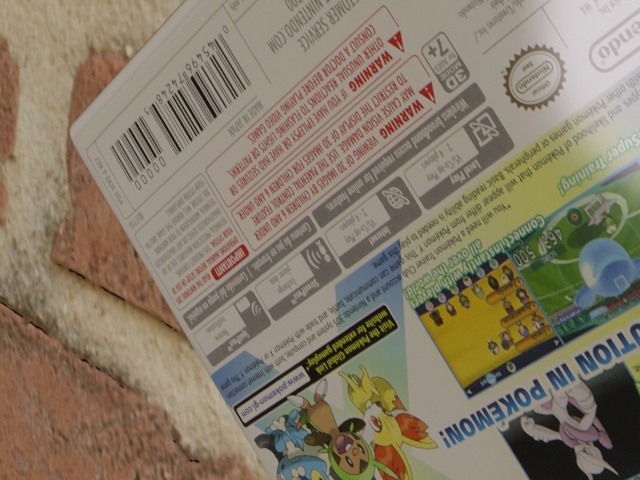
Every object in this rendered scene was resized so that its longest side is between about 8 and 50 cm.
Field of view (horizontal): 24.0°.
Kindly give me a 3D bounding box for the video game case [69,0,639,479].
[{"bbox_3d":[0.059,0.003,0.563,0.329,0.036,0.300,-37,81,45],"label":"video game case"}]
